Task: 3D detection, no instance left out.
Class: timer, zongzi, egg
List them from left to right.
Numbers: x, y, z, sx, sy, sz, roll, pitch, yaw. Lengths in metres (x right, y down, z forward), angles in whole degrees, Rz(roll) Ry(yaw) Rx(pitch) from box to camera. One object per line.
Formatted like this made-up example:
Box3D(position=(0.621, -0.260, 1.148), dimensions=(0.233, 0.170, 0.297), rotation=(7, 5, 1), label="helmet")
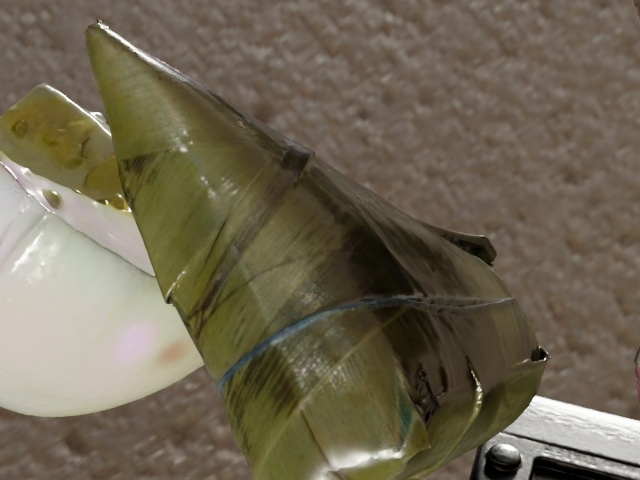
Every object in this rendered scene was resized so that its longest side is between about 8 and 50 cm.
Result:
Box3D(position=(-0.162, 0.029, 1.111), dimensions=(0.206, 0.162, 0.271), rotation=(37, 11, -15), label="egg")
Box3D(position=(0.000, 0.000, 1.001), dimensions=(0.274, 0.125, 0.251), rotation=(58, 22, 11), label="zongzi")
Box3D(position=(0.149, 0.166, 1.046), dimensions=(0.144, 0.055, 0.187), rotation=(14, 34, 8), label="timer")

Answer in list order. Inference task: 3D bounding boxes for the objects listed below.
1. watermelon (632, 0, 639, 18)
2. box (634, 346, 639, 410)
Box3D(position=(0.239, -0.112, 0.953), dimensions=(0.193, 0.140, 0.257), rotation=(34, 27, 0), label="watermelon")
Box3D(position=(0.196, 0.068, 0.854), dimensions=(0.069, 0.224, 0.120), rotation=(20, 68, 23), label="box")
